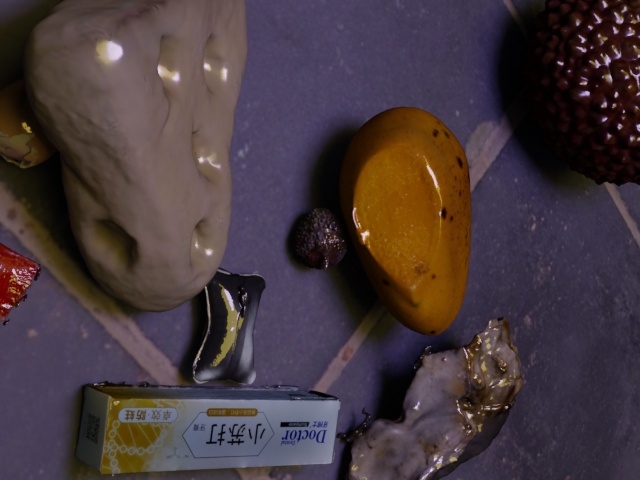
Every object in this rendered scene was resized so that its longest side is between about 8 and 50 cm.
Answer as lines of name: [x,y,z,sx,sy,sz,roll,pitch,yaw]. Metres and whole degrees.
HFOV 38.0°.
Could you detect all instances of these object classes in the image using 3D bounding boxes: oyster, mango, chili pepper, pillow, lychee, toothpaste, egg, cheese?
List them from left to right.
chili pepper: [-0.336,0.019,0.883,0.073,0.070,0.123,-38,126,15]
egg: [-0.287,-0.121,0.918,0.080,0.080,0.096,39,61,-31]
cheese: [-0.156,-0.135,0.986,0.328,0.129,0.351,-67,154,-45]
toothpaste: [-0.118,0.211,1.056,0.312,0.071,0.089,9,87,-39]
pillow: [-0.105,0.099,1.077,0.091,0.055,0.136,17,79,-70]
lychee: [0.000,0.000,1.154,0.068,0.067,0.083,81,10,-65]
mango: [0.118,-0.024,1.182,0.191,0.159,0.291,-23,103,-75]
oyster: [0.146,0.238,1.219,0.337,0.133,0.198,-42,141,-16]
lychee: [0.451,-0.237,1.384,0.330,0.306,0.306,23,75,-33]
